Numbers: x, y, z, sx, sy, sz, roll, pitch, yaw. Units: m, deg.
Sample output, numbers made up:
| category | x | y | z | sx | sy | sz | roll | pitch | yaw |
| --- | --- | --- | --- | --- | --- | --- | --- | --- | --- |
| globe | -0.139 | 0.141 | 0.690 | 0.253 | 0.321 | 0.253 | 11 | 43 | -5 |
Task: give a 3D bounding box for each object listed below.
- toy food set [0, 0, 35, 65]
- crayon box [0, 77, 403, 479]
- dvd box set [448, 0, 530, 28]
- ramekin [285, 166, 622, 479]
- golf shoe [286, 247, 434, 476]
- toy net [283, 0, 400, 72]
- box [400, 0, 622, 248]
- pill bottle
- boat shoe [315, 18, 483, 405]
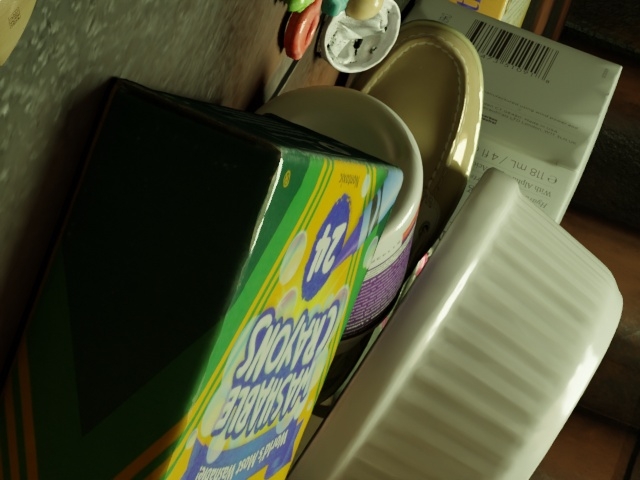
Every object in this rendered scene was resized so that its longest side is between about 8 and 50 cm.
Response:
| category | x | y | z | sx | sy | sz | roll | pitch | yaw |
| --- | --- | --- | --- | --- | --- | --- | --- | --- | --- |
| toy food set | -0.087 | -0.089 | 0.426 | 0.122 | 0.019 | 0.078 | -53 | 165 | -33 |
| crayon box | -0.076 | 0.099 | 0.696 | 0.323 | 0.083 | 0.203 | -68 | 165 | 7 |
| dvd box set | 0.199 | -0.322 | 1.498 | 0.307 | 0.062 | 0.420 | -50 | 160 | -66 |
| ramekin | 0.095 | 0.094 | 1.033 | 0.273 | 0.127 | 0.273 | -56 | 176 | -7 |
| golf shoe | 0.007 | 0.100 | 1.335 | 0.120 | 0.105 | 0.273 | -3 | 110 | -64 |
| toy net | 0.024 | -0.142 | 0.902 | 0.232 | 0.045 | 0.122 | 81 | 32 | -75 |
| box | 0.123 | -0.085 | 1.212 | 0.182 | 0.181 | 0.119 | -58 | 167 | -51 |
| pill bottle | 0.000 | 0.000 | 0.904 | 0.193 | 0.108 | 0.108 | 94 | 20 | -65 |
| boat shoe | 0.026 | -0.012 | 1.065 | 0.302 | 0.109 | 0.098 | -63 | 174 | 8 |
